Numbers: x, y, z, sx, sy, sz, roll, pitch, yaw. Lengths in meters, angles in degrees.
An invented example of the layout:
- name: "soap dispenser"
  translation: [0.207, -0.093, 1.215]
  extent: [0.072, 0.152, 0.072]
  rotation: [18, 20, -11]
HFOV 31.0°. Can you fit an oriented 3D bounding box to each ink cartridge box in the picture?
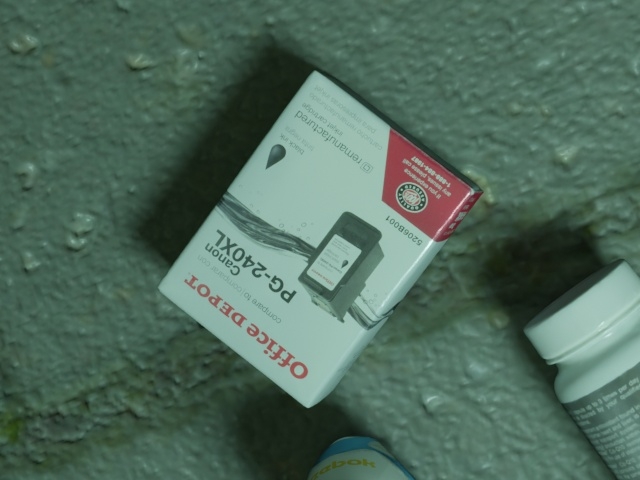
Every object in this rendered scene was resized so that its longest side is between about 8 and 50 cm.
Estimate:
- name: "ink cartridge box"
  translation: [0.000, 0.000, 0.636]
  extent: [0.109, 0.063, 0.150]
  rotation: [38, 100, 7]

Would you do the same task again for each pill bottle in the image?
- name: "pill bottle"
  translation: [0.171, 0.083, 0.599]
  extent: [0.078, 0.078, 0.137]
  rotation: [-37, 87, 12]

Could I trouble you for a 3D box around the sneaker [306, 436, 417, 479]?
- name: "sneaker"
  translation: [0.063, 0.209, 0.630]
  extent: [0.087, 0.092, 0.229]
  rotation: [-23, 109, 10]
